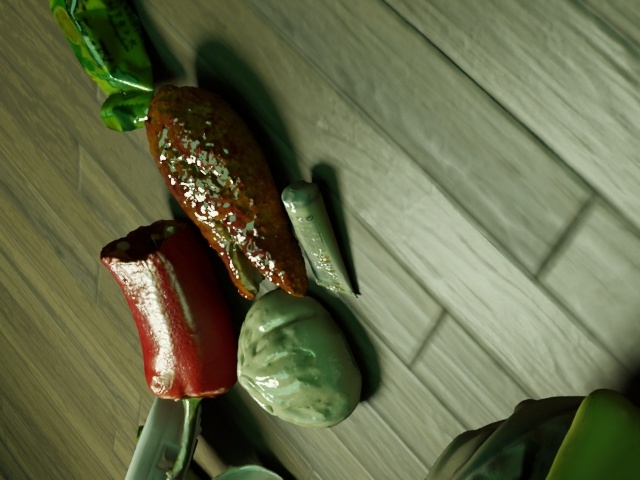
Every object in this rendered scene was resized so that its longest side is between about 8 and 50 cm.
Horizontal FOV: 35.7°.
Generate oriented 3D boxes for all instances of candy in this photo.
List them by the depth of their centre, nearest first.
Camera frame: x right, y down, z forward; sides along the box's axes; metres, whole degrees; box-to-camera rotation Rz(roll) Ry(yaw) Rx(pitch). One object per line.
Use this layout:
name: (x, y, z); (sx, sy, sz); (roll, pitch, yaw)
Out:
candy: (-0.256, -0.247, 1.149); (0.149, 0.069, 0.246); (10, 130, 57)

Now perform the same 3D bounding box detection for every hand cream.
hand cream: (0.000, 0.000, 1.042); (0.061, 0.039, 0.143); (15, 138, 40)

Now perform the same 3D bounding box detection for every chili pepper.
chili pepper: (-0.171, 0.143, 1.309); (0.135, 0.131, 0.338); (-5, 111, 29)

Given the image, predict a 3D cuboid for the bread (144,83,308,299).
bread: (-0.106, -0.048, 1.082); (0.139, 0.095, 0.269); (-13, 101, 55)

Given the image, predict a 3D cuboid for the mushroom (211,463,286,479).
mushroom: (-0.077, 0.431, 1.445); (0.236, 0.162, 0.173); (-5, 145, 18)

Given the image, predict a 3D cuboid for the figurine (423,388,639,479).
figurine: (0.224, 0.288, 0.840); (0.361, 0.266, 0.378); (42, 167, -7)

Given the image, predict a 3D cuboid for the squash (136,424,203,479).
squash: (-0.277, 0.395, 1.733); (0.200, 0.075, 0.090); (39, 170, 31)

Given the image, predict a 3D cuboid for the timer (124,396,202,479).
timer: (-0.245, 0.354, 1.487); (0.087, 0.262, 0.237); (19, 163, -5)

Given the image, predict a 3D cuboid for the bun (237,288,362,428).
bun: (-0.041, 0.146, 1.156); (0.183, 0.102, 0.183); (32, 138, 36)
